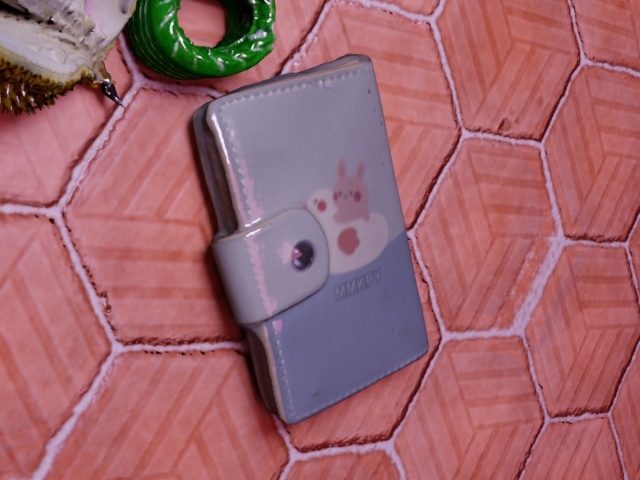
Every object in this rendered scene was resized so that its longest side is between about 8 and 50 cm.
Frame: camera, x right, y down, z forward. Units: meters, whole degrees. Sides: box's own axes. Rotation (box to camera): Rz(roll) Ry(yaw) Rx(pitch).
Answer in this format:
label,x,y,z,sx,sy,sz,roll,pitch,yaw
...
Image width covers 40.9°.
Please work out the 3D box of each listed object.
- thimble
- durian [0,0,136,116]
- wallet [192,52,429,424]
label,x,y,z,sx,sy,sz,roll,pitch,yaw
thimble,-0.108,-0.207,0.797,0.130,0.090,0.118,10,87,-37
durian,-0.239,-0.196,0.685,0.193,0.138,0.237,-57,164,-17
wallet,0.000,0.000,0.904,0.252,0.083,0.360,-24,107,-38
